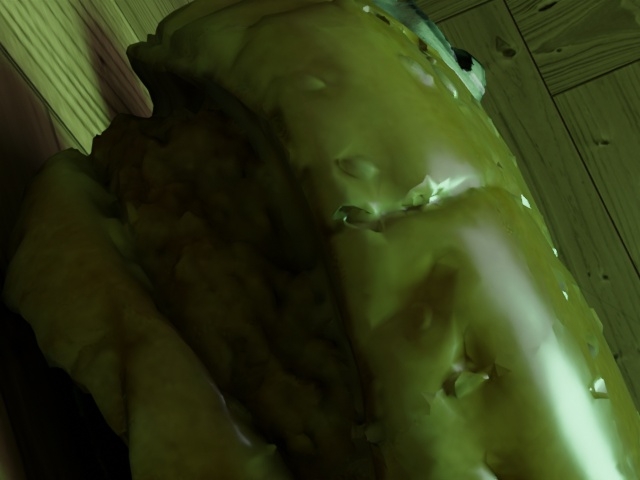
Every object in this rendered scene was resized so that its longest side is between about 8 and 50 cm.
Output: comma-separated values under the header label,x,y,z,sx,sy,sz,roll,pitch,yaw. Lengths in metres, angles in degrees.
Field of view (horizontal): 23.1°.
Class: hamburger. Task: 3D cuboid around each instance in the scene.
label,x,y,z,sx,sy,sz,roll,pitch,yaw
hamburger,0.015,0.044,0.492,0.260,0.144,0.283,62,-2,-10

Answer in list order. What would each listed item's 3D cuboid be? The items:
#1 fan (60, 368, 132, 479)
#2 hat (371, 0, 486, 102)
label,x,y,z,sx,sy,sz,roll,pitch,yaw
fan,-0.033,0.116,0.492,0.294,0.012,0.223,-111,177,-59
hat,0.003,0.008,0.822,0.232,0.161,0.275,-63,155,-70
